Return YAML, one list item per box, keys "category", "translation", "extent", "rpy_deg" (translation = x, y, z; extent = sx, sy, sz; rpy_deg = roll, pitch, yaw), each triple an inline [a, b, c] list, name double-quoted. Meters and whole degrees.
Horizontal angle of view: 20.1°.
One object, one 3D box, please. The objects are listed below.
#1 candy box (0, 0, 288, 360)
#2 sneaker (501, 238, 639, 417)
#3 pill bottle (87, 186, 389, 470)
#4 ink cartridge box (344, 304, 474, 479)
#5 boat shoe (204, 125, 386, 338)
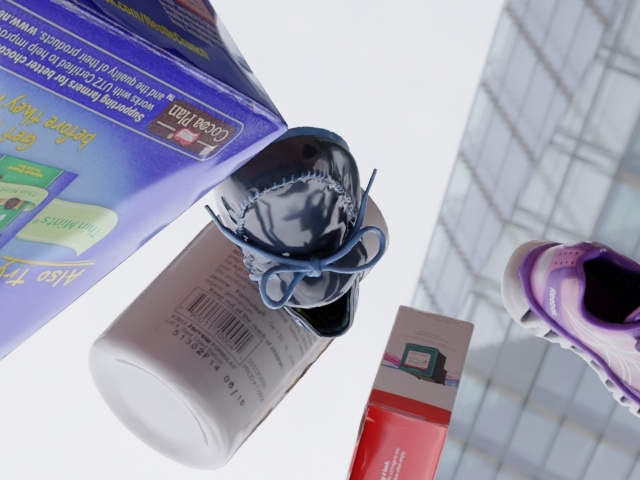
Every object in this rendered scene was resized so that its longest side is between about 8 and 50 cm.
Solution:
- category: "candy box"
  translation: [-0.214, -0.019, 0.638]
  extent: [0.122, 0.317, 0.268]
  rpy_deg: [58, -164, 26]
- category: "sneaker"
  translation: [0.265, 0.073, 1.477]
  extent: [0.236, 0.104, 0.095]
  rpy_deg: [33, -116, -13]
- category: "pill bottle"
  translation: [-0.054, 0.049, 1.348]
  extent: [0.131, 0.131, 0.229]
  rpy_deg: [32, -121, 17]
- category: "ink cartridge box"
  translation: [0.074, 0.174, 1.633]
  extent: [0.078, 0.134, 0.231]
  rpy_deg: [16, -151, 5]
- category: "boat shoe"
  translation: [0.000, 0.000, 1.161]
  extent: [0.109, 0.258, 0.089]
  rpy_deg: [-21, -108, 8]
